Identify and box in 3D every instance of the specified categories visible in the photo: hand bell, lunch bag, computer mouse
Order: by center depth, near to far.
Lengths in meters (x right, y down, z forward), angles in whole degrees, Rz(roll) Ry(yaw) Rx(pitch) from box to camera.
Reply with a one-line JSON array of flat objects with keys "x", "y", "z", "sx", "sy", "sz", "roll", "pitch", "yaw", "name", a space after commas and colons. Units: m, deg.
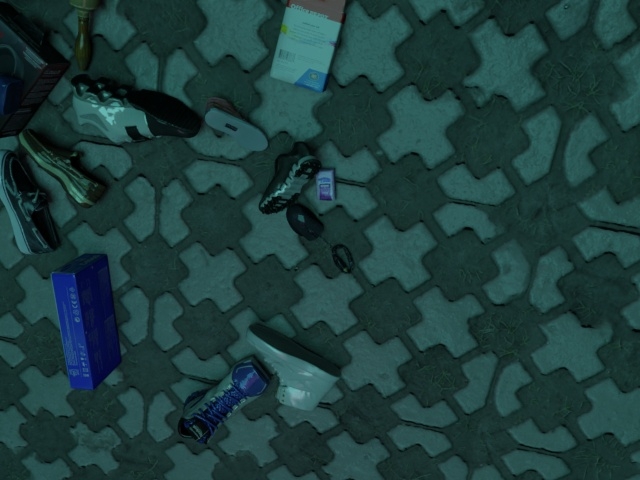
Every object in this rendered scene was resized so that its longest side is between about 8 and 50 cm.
[{"x": -0.772, "y": -0.353, "z": 1.369, "sx": 0.065, "sy": 0.067, "sz": 0.099, "roll": 23, "pitch": 112, "yaw": -2, "name": "lunch bag"}, {"x": -0.584, "y": -0.538, "z": 1.396, "sx": 0.126, "sy": 0.126, "sz": 0.242, "roll": 19, "pitch": 122, "yaw": 3, "name": "hand bell"}, {"x": 0.000, "y": 0.000, "z": 1.491, "sx": 0.242, "sy": 0.041, "sz": 0.071, "roll": 44, "pitch": 108, "yaw": -7, "name": "computer mouse"}]

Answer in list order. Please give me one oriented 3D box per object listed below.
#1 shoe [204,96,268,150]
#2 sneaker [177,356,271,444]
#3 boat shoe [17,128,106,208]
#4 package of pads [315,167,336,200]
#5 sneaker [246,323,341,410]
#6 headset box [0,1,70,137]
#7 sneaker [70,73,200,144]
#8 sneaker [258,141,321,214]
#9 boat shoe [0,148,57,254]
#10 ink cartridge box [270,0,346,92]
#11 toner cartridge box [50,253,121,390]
[{"x": -0.208, "y": -0.295, "z": 1.421, "sx": 0.178, "sy": 0.081, "sz": 0.063, "roll": 26, "pitch": 126, "yaw": -30, "name": "shoe"}, {"x": -0.289, "y": 0.481, "z": 1.612, "sx": 0.315, "sy": 0.182, "sz": 0.127, "roll": -35, "pitch": 101, "yaw": 18, "name": "sneaker"}, {"x": -0.678, "y": -0.209, "z": 1.514, "sx": 0.095, "sy": 0.095, "sz": 0.257, "roll": -41, "pitch": 104, "yaw": 4, "name": "boat shoe"}, {"x": 0.013, "y": -0.144, "z": 1.448, "sx": 0.050, "sy": 0.032, "sz": 0.083, "roll": 1, "pitch": 107, "yaw": 12, "name": "package of pads"}, {"x": -0.109, "y": 0.369, "z": 1.589, "sx": 0.292, "sy": 0.108, "sz": 0.169, "roll": 31, "pitch": 106, "yaw": -3, "name": "sneaker"}, {"x": -0.804, "y": -0.440, "z": 1.440, "sx": 0.218, "sy": 0.110, "sz": 0.293, "roll": 45, "pitch": 108, "yaw": -7, "name": "headset box"}, {"x": -0.465, "y": -0.303, "z": 1.442, "sx": 0.330, "sy": 0.122, "sz": 0.146, "roll": 19, "pitch": 127, "yaw": 2, "name": "sneaker"}, {"x": -0.087, "y": -0.161, "z": 1.439, "sx": 0.234, "sy": 0.078, "sz": 0.106, "roll": -44, "pitch": 53, "yaw": 37, "name": "sneaker"}, {"x": -0.795, "y": -0.103, "z": 1.549, "sx": 0.102, "sy": 0.108, "sz": 0.301, "roll": -3, "pitch": 109, "yaw": 10, "name": "boat shoe"}, {"x": -0.023, "y": -0.478, "z": 1.324, "sx": 0.134, "sy": 0.078, "sz": 0.231, "roll": 18, "pitch": 109, "yaw": 2, "name": "ink cartridge box"}, {"x": -0.653, "y": 0.226, "z": 1.599, "sx": 0.075, "sy": 0.165, "sz": 0.348, "roll": 1, "pitch": 107, "yaw": 8, "name": "toner cartridge box"}]
